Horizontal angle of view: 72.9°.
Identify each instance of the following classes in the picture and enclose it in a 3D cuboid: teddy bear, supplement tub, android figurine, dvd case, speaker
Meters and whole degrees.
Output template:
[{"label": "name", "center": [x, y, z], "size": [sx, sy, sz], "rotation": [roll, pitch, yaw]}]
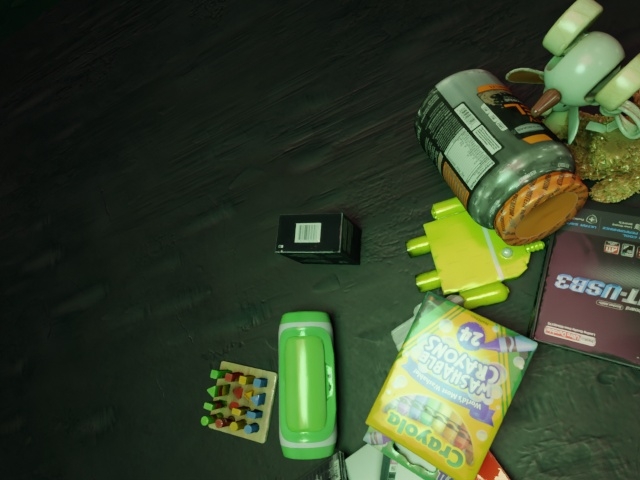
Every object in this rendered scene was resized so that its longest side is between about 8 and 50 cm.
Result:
[{"label": "teddy bear", "center": [0.606, -0.185, 0.867], "size": [0.337, 0.113, 0.245], "rotation": [-7, 66, 28]}, {"label": "supplement tub", "center": [0.345, -0.167, 0.862], "size": [0.207, 0.207, 0.338], "rotation": [-31, 55, 11]}, {"label": "android figurine", "center": [0.329, 0.019, 0.938], "size": [0.272, 0.056, 0.248], "rotation": [-16, 71, 19]}, {"label": "dvd case", "center": [-0.025, 0.556, 0.875], "size": [0.221, 0.018, 0.165], "rotation": [-43, 24, 19]}, {"label": "speaker", "center": [-0.029, 0.312, 0.961], "size": [0.131, 0.131, 0.297], "rotation": [-8, 73, 20]}]

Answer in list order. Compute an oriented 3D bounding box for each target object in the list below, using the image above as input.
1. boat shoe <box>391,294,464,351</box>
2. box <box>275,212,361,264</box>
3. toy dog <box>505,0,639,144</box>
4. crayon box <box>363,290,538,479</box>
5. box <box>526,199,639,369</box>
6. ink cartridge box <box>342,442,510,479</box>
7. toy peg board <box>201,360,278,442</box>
[{"label": "boat shoe", "center": [0.222, 0.165, 0.922], "size": [0.184, 0.066, 0.063], "rotation": [-52, 53, 31]}, {"label": "box", "center": [0.000, 0.000, 1.013], "size": [0.155, 0.158, 0.093], "rotation": [0, 77, 21]}, {"label": "toy dog", "center": [0.421, -0.251, 0.750], "size": [0.161, 0.333, 0.220], "rotation": [-42, 61, 17]}, {"label": "crayon box", "center": [0.224, 0.283, 0.793], "size": [0.203, 0.083, 0.323], "rotation": [25, 88, 22]}, {"label": "box", "center": [0.573, 0.086, 0.811], "size": [0.295, 0.073, 0.294], "rotation": [14, 80, 22]}, {"label": "ink cartridge box", "center": [0.207, 0.469, 0.834], "size": [0.275, 0.060, 0.239], "rotation": [-39, 50, 8]}, {"label": "toy peg board", "center": [-0.201, 0.384, 1.035], "size": [0.160, 0.079, 0.161], "rotation": [5, 78, 23]}]
